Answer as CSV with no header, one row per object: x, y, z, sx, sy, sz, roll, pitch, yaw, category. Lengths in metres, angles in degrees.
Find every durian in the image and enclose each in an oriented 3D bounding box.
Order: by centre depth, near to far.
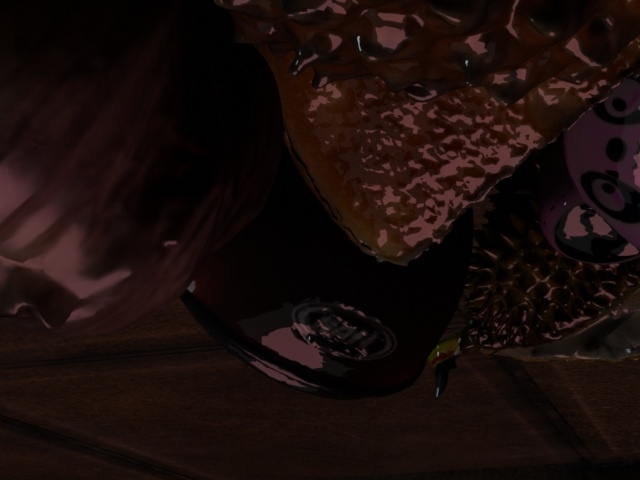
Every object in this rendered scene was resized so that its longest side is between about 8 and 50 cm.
0.161,0.001,0.882,0.237,0.137,0.193,-23,156,19,durian

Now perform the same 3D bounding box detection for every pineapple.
0.021,-0.123,0.463,0.193,0.166,0.166,8,160,-23,pineapple

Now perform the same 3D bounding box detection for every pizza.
0.066,-0.084,0.606,0.193,0.201,0.053,-2,-153,13,pizza

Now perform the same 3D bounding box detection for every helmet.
-0.017,-0.008,0.754,0.189,0.216,0.193,23,114,-28,helmet

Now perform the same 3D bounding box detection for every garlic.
-0.106,-0.080,0.539,0.160,0.245,0.245,-43,152,7,garlic

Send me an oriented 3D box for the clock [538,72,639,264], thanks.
0.234,-0.060,0.675,0.248,0.090,0.227,4,134,5,clock
